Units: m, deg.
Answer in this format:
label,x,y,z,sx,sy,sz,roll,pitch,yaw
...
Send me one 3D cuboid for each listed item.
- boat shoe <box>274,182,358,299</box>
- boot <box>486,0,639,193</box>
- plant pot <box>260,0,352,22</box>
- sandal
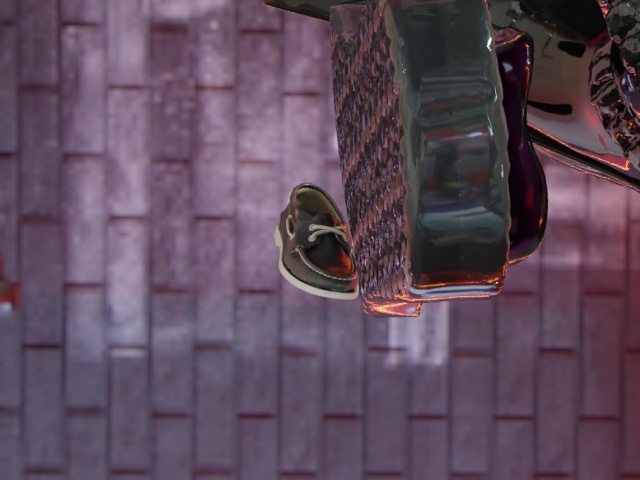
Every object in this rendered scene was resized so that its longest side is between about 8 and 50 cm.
label,x,y,z,sx,sy,sz,roll,pitch,yaw
boat shoe,0.000,0.000,1.109,0.125,0.046,0.038,-110,-146,-69
boot,0.173,-0.114,1.012,0.131,0.348,0.260,-54,150,-2
plant pot,0.073,-0.285,1.530,0.187,0.188,0.167,-43,142,-48
sandal,0.066,-0.039,0.881,0.446,0.107,0.167,-124,-151,-84
